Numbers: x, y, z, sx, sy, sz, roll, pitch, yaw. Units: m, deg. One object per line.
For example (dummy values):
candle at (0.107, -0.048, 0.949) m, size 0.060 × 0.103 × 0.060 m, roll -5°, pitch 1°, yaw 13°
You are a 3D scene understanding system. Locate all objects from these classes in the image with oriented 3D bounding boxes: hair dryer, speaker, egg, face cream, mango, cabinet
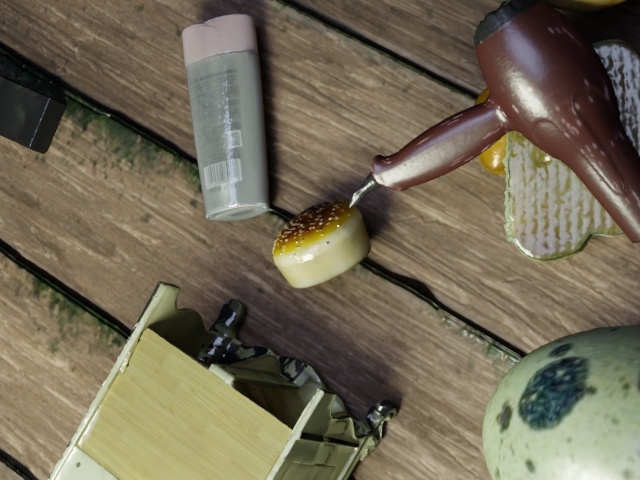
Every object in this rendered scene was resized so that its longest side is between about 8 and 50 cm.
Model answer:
hair dryer at (0.194, -0.082, 1.689) m, size 0.340 × 0.123 × 0.313 m, roll -30°, pitch 94°, yaw 20°
speaker at (-0.476, -0.200, 2.149) m, size 0.218 × 0.044 × 0.082 m, roll 23°, pitch 92°, yaw 27°
egg at (0.349, 0.230, 1.542) m, size 0.379 × 0.287 × 0.288 m, roll 18°, pitch 89°, yaw 22°
face cream at (-0.122, -0.164, 1.956) m, size 0.107 × 0.073 × 0.269 m, roll -12°, pitch 77°, yaw 19°
mango at (0.222, -0.137, 1.795) m, size 0.078 × 0.057 × 0.114 m, roll 7°, pitch 88°, yaw 19°
cabinet at (-0.126, 0.260, 1.807) m, size 0.290 × 0.227 × 0.318 m, roll 31°, pitch 93°, yaw 27°

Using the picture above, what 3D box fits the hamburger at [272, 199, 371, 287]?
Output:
hamburger at (0.000, 0.000, 1.845) m, size 0.126 × 0.141 × 0.082 m, roll -21°, pitch 102°, yaw 24°

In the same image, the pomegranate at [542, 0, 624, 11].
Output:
pomegranate at (0.319, -0.424, 1.648) m, size 0.342 × 0.342 × 0.343 m, roll -4°, pitch 80°, yaw 25°

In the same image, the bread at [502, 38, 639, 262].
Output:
bread at (0.314, -0.114, 1.727) m, size 0.207 × 0.056 × 0.287 m, roll 3°, pitch 91°, yaw 9°
